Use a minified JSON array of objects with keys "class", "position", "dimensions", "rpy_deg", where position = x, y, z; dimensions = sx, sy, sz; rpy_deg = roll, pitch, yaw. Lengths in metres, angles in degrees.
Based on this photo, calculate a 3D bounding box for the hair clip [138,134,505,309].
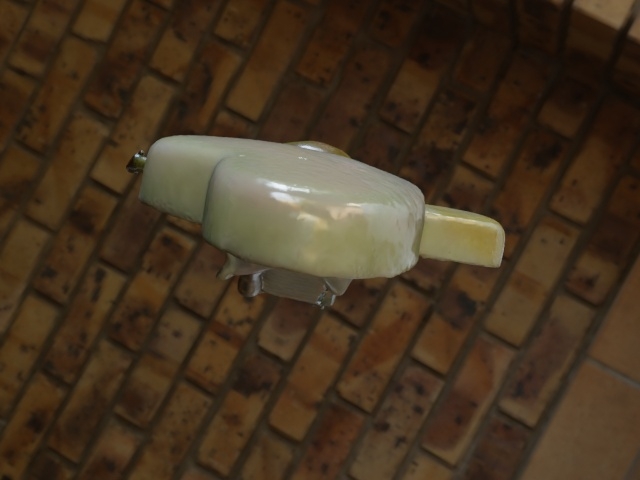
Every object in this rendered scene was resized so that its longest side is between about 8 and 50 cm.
[{"class":"hair clip","position":[0.003,-0.001,0.471],"dimensions":[0.218,0.159,0.071],"rpy_deg":[50,-130,-88]}]

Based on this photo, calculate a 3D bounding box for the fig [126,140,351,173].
[{"class":"fig","position":[-0.078,-0.065,1.148],"dimensions":[0.151,0.259,0.151],"rpy_deg":[-154,90,-88]}]
